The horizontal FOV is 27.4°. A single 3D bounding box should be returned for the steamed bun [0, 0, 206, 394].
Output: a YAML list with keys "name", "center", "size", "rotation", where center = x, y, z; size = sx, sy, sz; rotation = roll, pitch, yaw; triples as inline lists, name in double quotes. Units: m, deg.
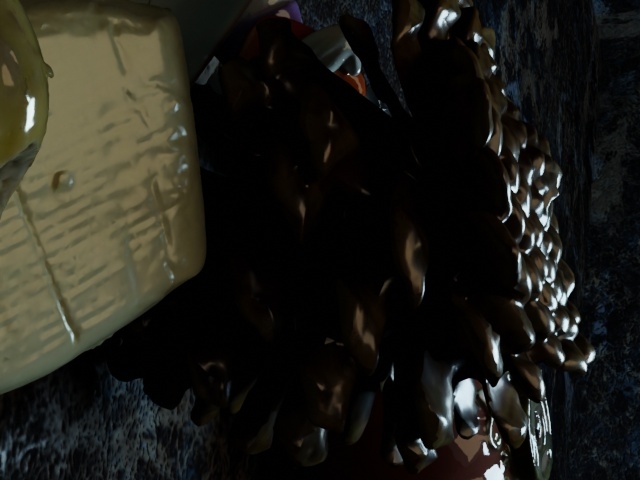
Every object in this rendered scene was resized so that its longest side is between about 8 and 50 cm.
- name: "steamed bun"
  center: [-0.188, -0.031, 0.708]
  size: [0.250, 0.154, 0.200]
  rotation: [-27, 115, -39]

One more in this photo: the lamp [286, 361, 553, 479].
- name: "lamp"
  center: [0.100, 0.197, 1.340]
  size: [0.303, 0.257, 0.303]
  rotation: [-4, 90, -70]

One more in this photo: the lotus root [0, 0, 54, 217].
- name: "lotus root"
  center: [-0.250, -0.119, 0.506]
  size: [0.343, 0.169, 0.151]
  rotation: [46, -4, -7]

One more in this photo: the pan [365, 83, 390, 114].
- name: "pan"
  center: [0.064, -0.157, 1.614]
  size: [0.115, 0.023, 0.068]
  rotation: [-14, 100, -67]

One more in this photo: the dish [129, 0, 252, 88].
- name: "dish"
  center: [-0.136, -0.178, 0.891]
  size: [0.154, 0.064, 0.234]
  rotation: [51, 40, -23]

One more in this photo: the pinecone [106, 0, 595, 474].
- name: "pinecone"
  center: [0.000, 0.000, 0.958]
  size: [0.384, 0.384, 0.385]
  rotation: [-2, 90, -70]

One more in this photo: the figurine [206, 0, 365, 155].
- name: "figurine"
  center: [-0.051, -0.147, 1.144]
  size: [0.421, 0.154, 0.193]
  rotation: [66, -8, -29]
